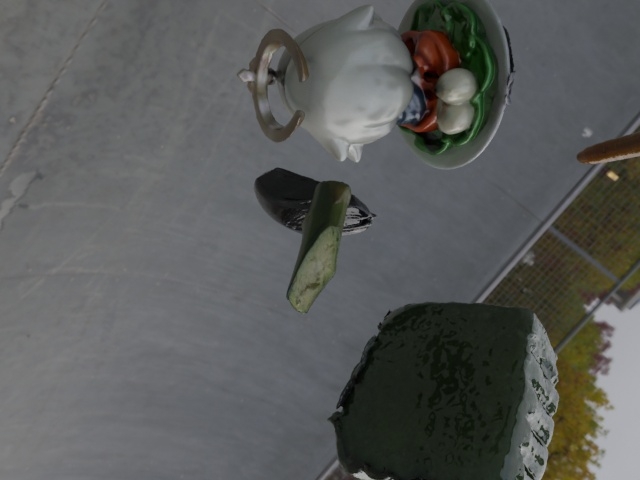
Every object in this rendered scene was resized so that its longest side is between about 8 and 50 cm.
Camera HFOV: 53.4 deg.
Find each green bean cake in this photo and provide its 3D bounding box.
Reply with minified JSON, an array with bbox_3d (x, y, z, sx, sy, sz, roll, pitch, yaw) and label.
[{"bbox_3d":[0.137,0.185,0.706,0.125,0.222,0.227,56,49,-36],"label":"green bean cake"}]

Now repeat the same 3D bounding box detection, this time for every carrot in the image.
[{"bbox_3d":[0.457,-0.136,0.873,0.043,0.043,0.248,-45,-163,-26],"label":"carrot"}]

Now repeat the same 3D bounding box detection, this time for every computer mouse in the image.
[{"bbox_3d":[-0.015,-0.038,0.801,0.057,0.172,0.099,-64,156,-21],"label":"computer mouse"}]

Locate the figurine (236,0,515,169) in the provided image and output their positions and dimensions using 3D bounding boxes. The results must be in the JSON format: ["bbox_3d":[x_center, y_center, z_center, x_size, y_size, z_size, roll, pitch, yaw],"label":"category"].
[{"bbox_3d":[0.030,-0.104,0.416,0.154,0.132,0.132,-10,151,-28],"label":"figurine"}]

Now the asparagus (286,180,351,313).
[{"bbox_3d":[0.000,0.000,0.638,0.178,0.045,0.041,-76,-177,-50],"label":"asparagus"}]
